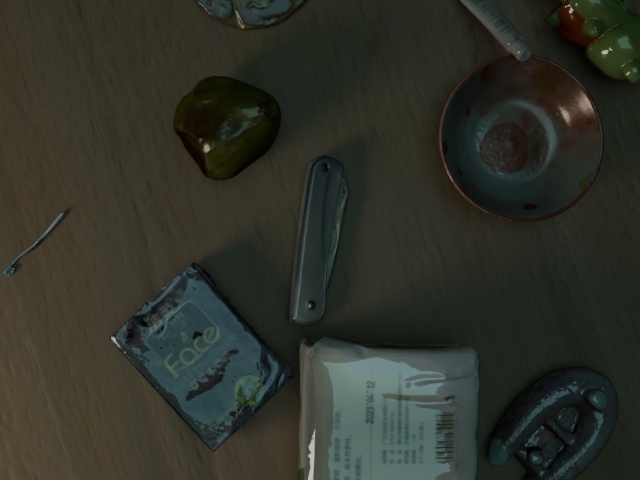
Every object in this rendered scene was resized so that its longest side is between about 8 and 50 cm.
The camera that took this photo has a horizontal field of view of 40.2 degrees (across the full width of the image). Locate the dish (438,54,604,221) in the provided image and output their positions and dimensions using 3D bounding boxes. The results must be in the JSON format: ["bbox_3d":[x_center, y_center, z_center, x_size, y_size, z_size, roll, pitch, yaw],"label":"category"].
[{"bbox_3d":[0.306,-0.154,1.378,0.260,0.085,0.260,0,86,-6],"label":"dish"}]

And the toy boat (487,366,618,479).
[{"bbox_3d":[0.374,0.297,1.367,0.227,0.085,0.155,-44,91,-5],"label":"toy boat"}]

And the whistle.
[{"bbox_3d":[0.427,-0.355,1.380,0.288,0.131,0.106,45,127,-3],"label":"whistle"}]

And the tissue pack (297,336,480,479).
[{"bbox_3d":[0.095,0.322,1.286,0.266,0.194,0.356,3,86,-4],"label":"tissue pack"}]

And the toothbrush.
[{"bbox_3d":[-0.437,0.004,1.340,0.013,0.011,0.131,41,85,10],"label":"toothbrush"}]

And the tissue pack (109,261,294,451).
[{"bbox_3d":[-0.177,0.173,1.326,0.173,0.073,0.235,-41,92,-6],"label":"tissue pack"}]

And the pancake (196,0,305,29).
[{"bbox_3d":[-0.109,-0.460,1.375,0.250,0.031,0.250,0,88,-4],"label":"pancake"}]

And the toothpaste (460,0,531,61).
[{"bbox_3d":[0.269,-0.347,1.370,0.048,0.031,0.190,-27,57,-4],"label":"toothpaste"}]

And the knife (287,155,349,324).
[{"bbox_3d":[-0.003,0.000,1.365,0.073,0.040,0.265,10,87,-16],"label":"knife"}]

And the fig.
[{"bbox_3d":[-0.133,-0.176,1.309,0.166,0.154,0.144,-15,134,27],"label":"fig"}]
